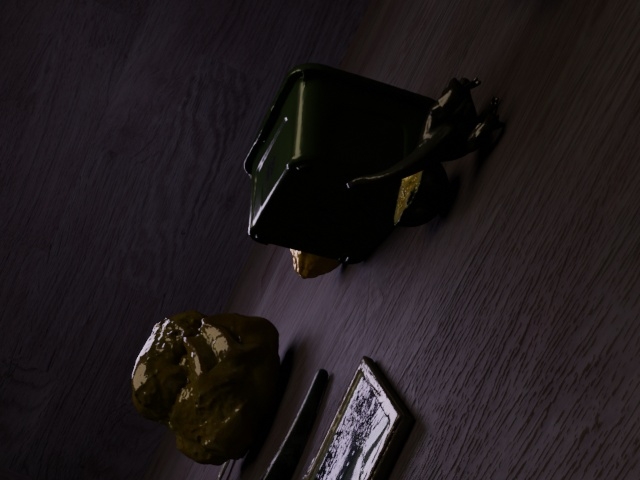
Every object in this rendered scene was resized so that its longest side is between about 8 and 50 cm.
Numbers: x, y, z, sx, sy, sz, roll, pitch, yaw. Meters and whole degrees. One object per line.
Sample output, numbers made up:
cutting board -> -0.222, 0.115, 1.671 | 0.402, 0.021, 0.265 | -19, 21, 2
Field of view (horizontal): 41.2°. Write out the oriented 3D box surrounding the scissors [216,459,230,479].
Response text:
scissors -> -0.188, 0.448, 1.781 | 0.300, 0.022, 0.109 | -69, 9, -22

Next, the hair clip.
hair clip -> -0.038, 0.301, 1.281 | 0.229, 0.039, 0.070 | -62, 9, -8

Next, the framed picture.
framed picture -> 0.006, 0.316, 1.001 | 0.335, 0.022, 0.247 | -65, 9, 4

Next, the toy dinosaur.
toy dinosaur -> 0.145, -0.122, 1.078 | 0.179, 0.087, 0.187 | -46, -2, 34

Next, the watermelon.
watermelon -> 0.134, -0.063, 1.113 | 0.105, 0.062, 0.105 | -164, 90, -84

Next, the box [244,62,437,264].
box -> 0.024, -0.101, 1.337 | 0.328, 0.253, 0.177 | 128, 150, -60

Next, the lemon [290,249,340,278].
lemon -> 0.000, 0.000, 1.572 | 0.155, 0.114, 0.114 | -66, 9, -7

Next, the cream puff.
cream puff -> -0.219, 0.259, 1.661 | 0.274, 0.270, 0.323 | -46, 25, 39
